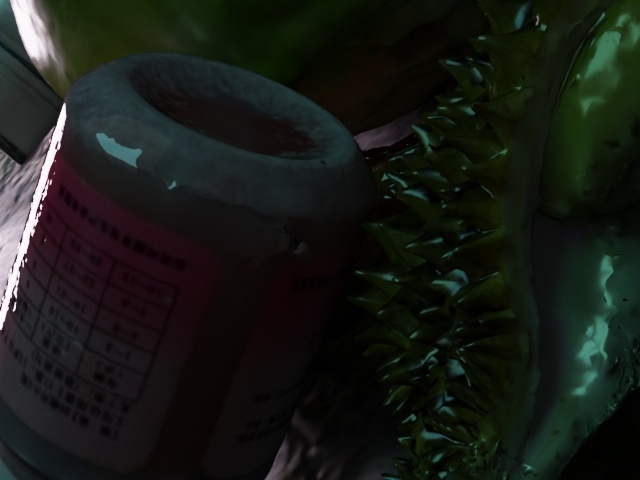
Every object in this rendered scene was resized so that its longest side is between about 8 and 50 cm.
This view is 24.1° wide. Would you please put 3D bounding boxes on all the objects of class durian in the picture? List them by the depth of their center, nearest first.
[{"bbox_3d":[0.110,-0.017,0.577,0.306,0.166,0.172,-46,-11,-20],"label":"durian"}]

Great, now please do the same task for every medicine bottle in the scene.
[{"bbox_3d":[-0.076,0.050,0.670,0.147,0.147,0.247,-114,42,-59],"label":"medicine bottle"},{"bbox_3d":[-0.206,-0.196,1.198,0.258,0.143,0.143,-53,29,-5],"label":"medicine bottle"}]

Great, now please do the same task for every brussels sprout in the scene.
[{"bbox_3d":[-0.011,-0.182,0.816,0.344,0.268,0.344,-11,46,12],"label":"brussels sprout"}]

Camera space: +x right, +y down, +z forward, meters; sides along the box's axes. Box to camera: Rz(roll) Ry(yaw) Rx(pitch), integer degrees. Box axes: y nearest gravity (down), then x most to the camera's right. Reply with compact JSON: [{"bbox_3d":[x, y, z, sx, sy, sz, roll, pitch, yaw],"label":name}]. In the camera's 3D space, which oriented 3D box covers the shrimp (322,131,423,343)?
[{"bbox_3d":[-0.001,-0.001,0.773,0.294,0.062,0.154,-26,30,37],"label":"shrimp"}]
